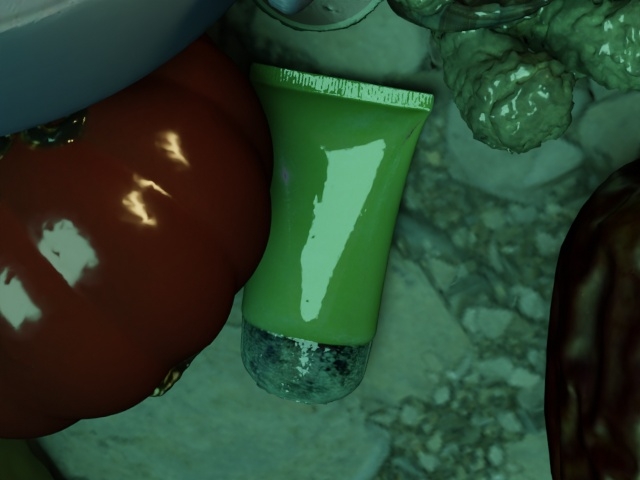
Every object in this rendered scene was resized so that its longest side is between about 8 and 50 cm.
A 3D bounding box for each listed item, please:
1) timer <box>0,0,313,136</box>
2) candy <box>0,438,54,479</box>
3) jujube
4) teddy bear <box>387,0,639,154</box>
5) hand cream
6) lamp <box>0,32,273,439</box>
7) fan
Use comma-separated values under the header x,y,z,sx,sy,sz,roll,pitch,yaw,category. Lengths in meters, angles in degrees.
x,y,z,sx,sy,sz,roll,pitch,yaw,category
-0.146,-0.216,0.531,0.395,0.173,0.394,2,76,-7,timer
-0.227,0.195,0.810,0.135,0.179,0.320,-31,101,24,candy
0.186,0.082,0.657,0.183,0.183,0.243,-9,109,17,jujube
0.078,-0.145,0.645,0.111,0.133,0.213,-27,82,65,teddy bear
0.000,0.000,0.750,0.095,0.046,0.175,11,107,11,hand cream
-0.125,-0.012,0.684,0.227,0.227,0.226,5,113,12,lamp
0.019,-0.134,0.710,0.133,0.005,0.085,26,115,4,fan
